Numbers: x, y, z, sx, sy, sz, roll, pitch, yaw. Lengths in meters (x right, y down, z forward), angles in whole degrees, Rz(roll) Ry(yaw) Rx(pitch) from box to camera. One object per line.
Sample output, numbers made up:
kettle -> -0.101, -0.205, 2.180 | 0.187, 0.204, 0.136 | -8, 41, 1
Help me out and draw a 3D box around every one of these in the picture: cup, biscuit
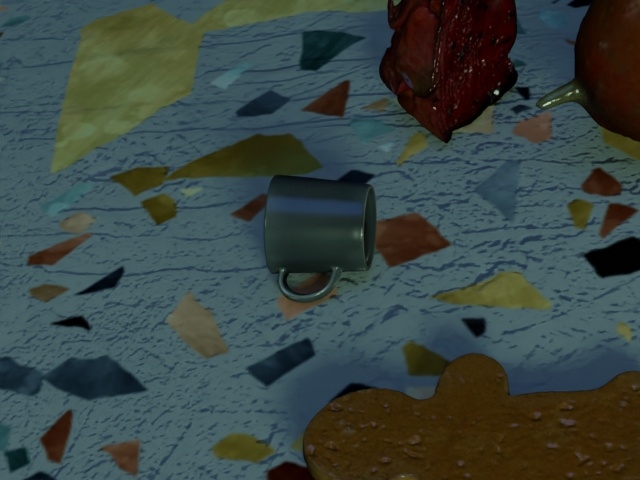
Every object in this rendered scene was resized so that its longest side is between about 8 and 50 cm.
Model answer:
cup -> 0.000, 0.000, 1.203 | 0.077, 0.078, 0.100 | 3, 75, 11
biscuit -> 0.112, 0.142, 1.022 | 0.250, 0.036, 0.165 | 1, 39, 9

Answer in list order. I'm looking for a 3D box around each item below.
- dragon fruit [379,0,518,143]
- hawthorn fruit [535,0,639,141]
dragon fruit -> 0.117, -0.181, 1.299 | 0.122, 0.192, 0.092 | 6, 33, -1
hawthorn fruit -> 0.291, -0.150, 1.233 | 0.251, 0.199, 0.199 | -24, 39, 4
